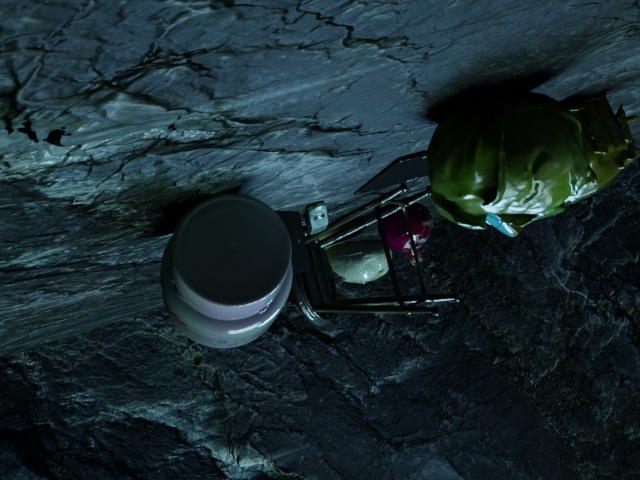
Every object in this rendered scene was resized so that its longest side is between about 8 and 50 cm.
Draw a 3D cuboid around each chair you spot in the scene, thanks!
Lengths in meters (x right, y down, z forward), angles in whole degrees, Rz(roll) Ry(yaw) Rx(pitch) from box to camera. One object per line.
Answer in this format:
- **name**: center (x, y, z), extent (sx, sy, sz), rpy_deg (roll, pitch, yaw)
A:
- **chair**: center (0.140, 0.065, 2.078), extent (0.410, 0.365, 0.362), rpy_deg (-16, 176, 20)

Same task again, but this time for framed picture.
- **framed picture**: center (0.235, -0.174, 1.673), extent (0.244, 0.013, 0.324), rpy_deg (-17, 175, -17)

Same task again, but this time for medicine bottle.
- **medicine bottle**: center (-0.179, 0.063, 1.368), extent (0.256, 0.256, 0.325), rpy_deg (-17, 168, -16)

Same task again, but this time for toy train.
- **toy train**: center (-0.009, -0.058, 1.846), extent (0.052, 0.051, 0.234), rpy_deg (-21, 176, -6)

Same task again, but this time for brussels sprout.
- **brussels sprout**: center (0.309, -0.135, 1.194), extent (0.259, 0.227, 0.294), rpy_deg (-4, -177, 1)

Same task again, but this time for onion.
- **onion**: center (0.283, -0.017, 2.367), extent (0.195, 0.218, 0.139), rpy_deg (-9, -176, 44)

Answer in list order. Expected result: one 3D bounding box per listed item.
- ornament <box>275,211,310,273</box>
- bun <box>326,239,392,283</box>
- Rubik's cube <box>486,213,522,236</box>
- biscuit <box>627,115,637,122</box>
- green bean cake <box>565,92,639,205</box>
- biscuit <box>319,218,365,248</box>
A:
- **ornament**: center (-0.148, 0.019, 1.772), extent (0.196, 0.153, 0.166), rpy_deg (-10, 177, 20)
- **bun**: center (0.135, 0.075, 2.435), extent (0.239, 0.141, 0.239), rpy_deg (-2, -169, 0)
- **Rubik's cube**: center (0.461, -0.153, 2.040), extent (0.254, 0.255, 0.254), rpy_deg (-18, 175, -2)
- **biscuit**: center (0.886, -0.345, 2.108), extent (0.083, 0.018, 0.081), rpy_deg (-17, 176, -10)
- **green bean cake**: center (0.569, -0.192, 1.601), extent (0.285, 0.202, 0.310), rpy_deg (-18, 176, -30)
- **biscuit**: center (0.000, 0.000, 2.473), extent (0.290, 0.062, 0.237), rpy_deg (-17, 175, -28)
